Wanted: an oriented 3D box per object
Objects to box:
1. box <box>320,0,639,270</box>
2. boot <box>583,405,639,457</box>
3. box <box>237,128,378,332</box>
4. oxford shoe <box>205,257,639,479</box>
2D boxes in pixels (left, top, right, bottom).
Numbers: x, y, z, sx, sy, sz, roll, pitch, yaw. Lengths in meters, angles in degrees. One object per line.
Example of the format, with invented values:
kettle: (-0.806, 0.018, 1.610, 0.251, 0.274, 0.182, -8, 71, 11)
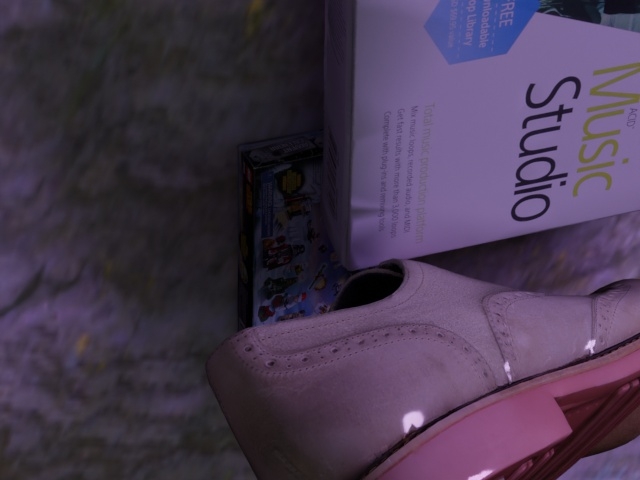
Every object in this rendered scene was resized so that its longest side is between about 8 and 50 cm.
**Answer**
box: (0.159, -0.108, 0.862, 0.322, 0.058, 0.232, -13, 139, -11)
boot: (0.102, 0.124, 1.055, 0.305, 0.115, 0.112, 1, 119, -31)
box: (0.000, 0.000, 0.965, 0.094, 0.027, 0.137, -13, 129, -20)
oxford shoe: (0.090, 0.058, 0.903, 0.140, 0.146, 0.397, -50, 163, 24)
